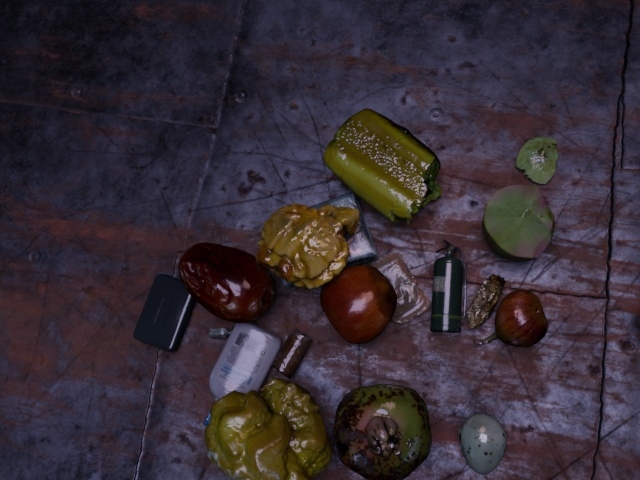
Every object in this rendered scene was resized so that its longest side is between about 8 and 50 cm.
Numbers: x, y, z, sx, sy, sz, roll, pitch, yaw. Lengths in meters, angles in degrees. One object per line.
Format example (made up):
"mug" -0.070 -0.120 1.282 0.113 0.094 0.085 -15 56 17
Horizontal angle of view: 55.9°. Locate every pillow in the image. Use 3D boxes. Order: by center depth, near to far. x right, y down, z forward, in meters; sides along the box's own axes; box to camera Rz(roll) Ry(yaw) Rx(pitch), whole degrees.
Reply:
"pillow" 0.240 0.149 1.870 0.135 0.034 0.211 -33 74 1

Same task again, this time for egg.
"egg" 0.447 0.565 1.676 0.131 0.131 0.164 9 85 13

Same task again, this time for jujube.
"jujube" -0.294 0.125 1.890 0.317 0.223 0.223 26 82 26

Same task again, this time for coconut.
"coconut" 0.573 -0.052 1.752 0.204 0.236 0.236 22 81 12
"coconut" 0.676 -0.255 1.876 0.133 0.055 0.158 -2 74 9

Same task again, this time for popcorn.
"popcorn" -0.025 0.004 1.746 0.332 0.225 0.265 -26 53 -10

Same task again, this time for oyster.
"oyster" 0.490 0.183 1.776 0.177 0.105 0.056 -51 45 -4

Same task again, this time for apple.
"apple" 0.119 0.187 1.788 0.229 0.230 0.230 -3 76 10

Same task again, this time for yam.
"yam" -0.088 0.348 1.860 0.079 0.079 0.141 28 82 16

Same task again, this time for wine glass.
"wine glass" -0.316 0.295 1.936 0.083 0.042 0.039 -2 48 13

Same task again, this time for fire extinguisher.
"fire extinguisher" 0.386 0.129 1.817 0.118 0.093 0.295 -12 68 51

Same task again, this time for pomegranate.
"pomegranate" 0.165 0.524 1.628 0.284 0.341 0.285 -2 79 8

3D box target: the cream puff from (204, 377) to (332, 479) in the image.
"cream puff" -0.127 0.533 1.676 0.378 0.378 0.276 36 92 17

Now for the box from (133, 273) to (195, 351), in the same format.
"box" -0.507 0.236 1.982 0.160 0.050 0.231 17 80 14

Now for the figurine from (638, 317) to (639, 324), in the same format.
"figurine" 0.995 0.145 1.677 0.185 0.204 0.333 16 108 13

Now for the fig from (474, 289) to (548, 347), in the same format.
"fig" 0.569 0.245 1.733 0.149 0.148 0.202 44 130 45

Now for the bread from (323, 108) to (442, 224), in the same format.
"bread" 0.198 -0.229 1.880 0.376 0.208 0.251 40 83 17

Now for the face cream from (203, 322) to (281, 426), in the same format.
"face cream" -0.258 0.424 1.869 0.162 0.080 0.337 25 82 9

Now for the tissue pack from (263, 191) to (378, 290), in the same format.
"tissue pack" 0.000 0.000 1.918 0.315 0.103 0.228 -20 71 5
